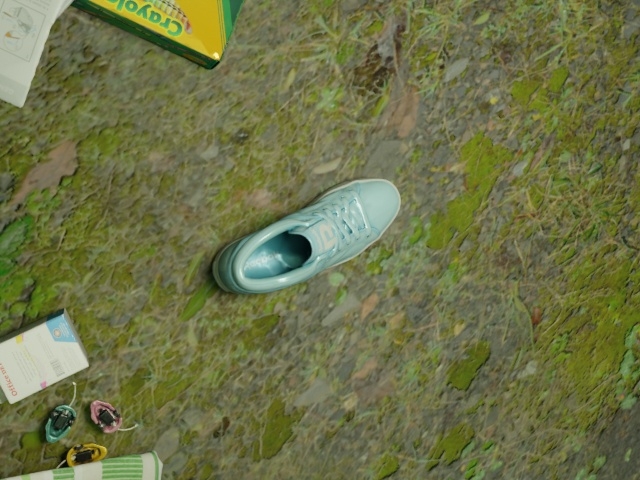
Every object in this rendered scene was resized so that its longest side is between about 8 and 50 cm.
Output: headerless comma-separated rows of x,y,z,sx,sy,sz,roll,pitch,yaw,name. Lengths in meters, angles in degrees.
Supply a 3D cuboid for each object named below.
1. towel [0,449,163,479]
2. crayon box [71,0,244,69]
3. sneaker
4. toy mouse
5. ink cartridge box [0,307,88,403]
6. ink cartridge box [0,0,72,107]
-0.386,0.462,1.117,0.325,0.038,0.247,4,92,-49,towel
-0.266,-0.412,1.173,0.279,0.081,0.165,22,85,-19,crayon box
0.000,0.000,1.246,0.366,0.150,0.135,-30,102,-15,sneaker
-0.386,0.295,1.190,0.161,0.031,0.143,-16,98,-18,toy mouse
-0.446,0.180,1.134,0.143,0.090,0.092,-25,100,-15,ink cartridge box
-0.483,-0.431,1.065,0.308,0.091,0.384,26,102,1,ink cartridge box
